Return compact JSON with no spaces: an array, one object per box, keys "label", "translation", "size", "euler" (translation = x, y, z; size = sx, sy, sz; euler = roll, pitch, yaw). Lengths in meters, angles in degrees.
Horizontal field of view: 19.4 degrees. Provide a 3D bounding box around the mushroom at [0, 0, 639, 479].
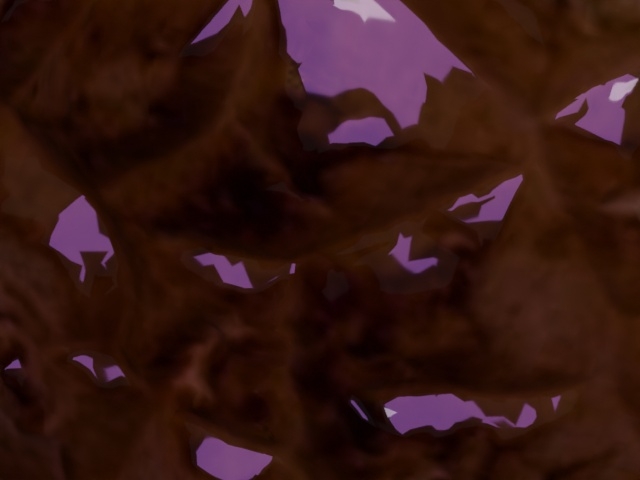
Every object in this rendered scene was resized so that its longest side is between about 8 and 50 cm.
[{"label":"mushroom","translation":[0.000,0.000,0.397],"size":[0.253,0.153,0.253],"euler":[8,115,17]}]
